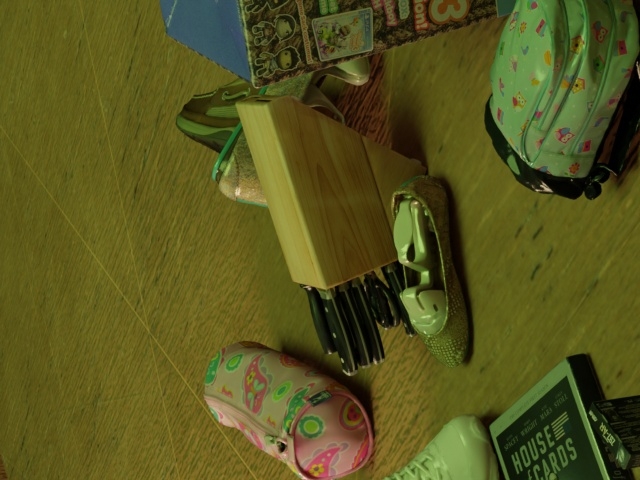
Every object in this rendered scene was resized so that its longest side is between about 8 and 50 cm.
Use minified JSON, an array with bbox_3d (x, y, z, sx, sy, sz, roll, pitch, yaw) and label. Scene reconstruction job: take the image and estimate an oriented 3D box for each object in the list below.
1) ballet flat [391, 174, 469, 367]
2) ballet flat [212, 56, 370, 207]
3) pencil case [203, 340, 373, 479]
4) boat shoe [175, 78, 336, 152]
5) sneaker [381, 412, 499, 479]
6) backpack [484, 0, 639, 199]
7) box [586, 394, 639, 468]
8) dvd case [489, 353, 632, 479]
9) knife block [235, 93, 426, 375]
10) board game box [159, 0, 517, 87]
[{"bbox_3d":[0.107,0.035,1.967,0.073,0.067,0.206,-15,84,42],"label":"ballet flat"},{"bbox_3d":[-0.007,-0.175,2.091,0.316,0.106,0.107,-63,-9,-4],"label":"ballet flat"},{"bbox_3d":[-0.045,0.207,2.286,0.284,0.124,0.124,-155,62,-62],"label":"pencil case"},{"bbox_3d":[-0.067,-0.148,2.275,0.324,0.122,0.120,22,85,59],"label":"boat shoe"},{"bbox_3d":[0.109,0.267,1.973,0.090,0.115,0.232,66,150,33],"label":"sneaker"},{"bbox_3d":[0.215,-0.144,1.652,0.182,0.115,0.152,111,146,-40],"label":"backpack"},{"bbox_3d":[0.283,0.163,1.617,0.067,0.083,0.018,57,144,42],"label":"box"},{"bbox_3d":[0.244,0.252,1.787,0.179,0.029,0.239,-53,49,55],"label":"dvd case"},{"bbox_3d":[0.000,0.000,2.010,0.088,0.275,0.242,9,75,64],"label":"knife block"},{"bbox_3d":[0.009,-0.276,1.827,0.232,0.291,0.141,35,138,58],"label":"board game box"}]
